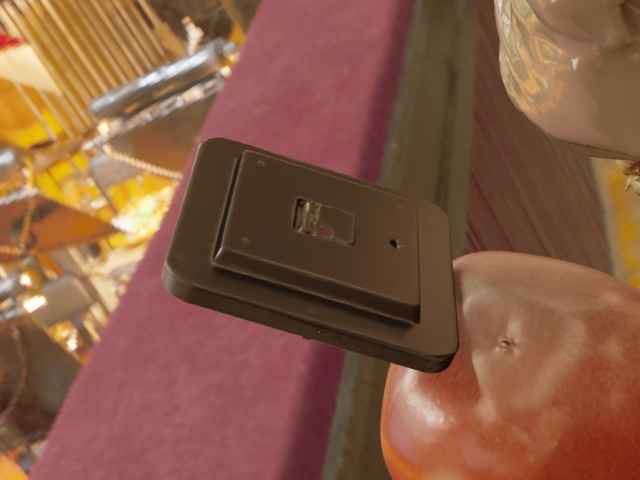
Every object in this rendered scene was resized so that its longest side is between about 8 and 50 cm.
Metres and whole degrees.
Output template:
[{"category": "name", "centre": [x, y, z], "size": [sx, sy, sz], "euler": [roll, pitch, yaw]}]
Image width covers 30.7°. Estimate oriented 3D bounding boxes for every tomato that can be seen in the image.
[{"category": "tomato", "centre": [0.226, 0.160, 1.189], "size": [0.341, 0.272, 0.341], "euler": [-13, 40, 11]}]

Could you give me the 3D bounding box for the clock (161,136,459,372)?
[{"category": "clock", "centre": [0.000, -0.001, 1.110], "size": [0.279, 0.273, 0.049], "euler": [-86, 14, -58]}]

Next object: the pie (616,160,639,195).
[{"category": "pie", "centre": [0.366, -0.104, 1.050], "size": [0.179, 0.084, 0.205], "euler": [-24, -3, -37]}]

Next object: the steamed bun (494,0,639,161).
[{"category": "steamed bun", "centre": [0.173, -0.177, 0.326], "size": [0.219, 0.324, 0.309], "euler": [10, 47, 9]}]
